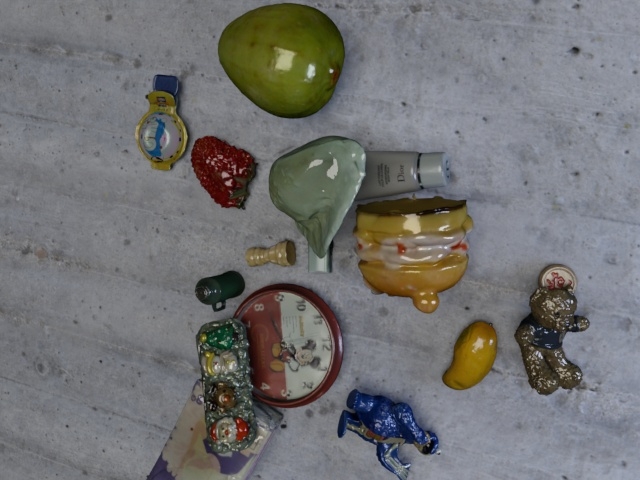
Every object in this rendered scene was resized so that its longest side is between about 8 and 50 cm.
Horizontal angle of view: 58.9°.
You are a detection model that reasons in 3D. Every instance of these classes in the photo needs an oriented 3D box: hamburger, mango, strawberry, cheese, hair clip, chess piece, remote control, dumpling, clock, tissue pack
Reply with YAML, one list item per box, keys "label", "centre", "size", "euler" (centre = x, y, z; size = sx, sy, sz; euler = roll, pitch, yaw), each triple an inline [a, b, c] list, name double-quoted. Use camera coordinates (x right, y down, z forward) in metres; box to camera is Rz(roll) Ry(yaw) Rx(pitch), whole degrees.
- label: "hamburger"
  centre: [0.206, 0.024, 1.267]
  size: [0.276, 0.276, 0.237]
  euler: [-4, 101, 15]
- label: "mango"
  centre: [0.356, 0.275, 1.332]
  size: [0.098, 0.075, 0.190]
  euler: [31, 105, 27]
- label: "strawberry"
  centre: [-0.272, -0.177, 1.464]
  size: [0.208, 0.087, 0.167]
  euler: [23, 101, 14]
- label: "cheese"
  centre: [-0.422, -0.312, 1.506]
  size: [0.156, 0.064, 0.250]
  euler: [8, 98, 13]
- label: "hair clip"
  centre: [-0.233, 0.353, 1.381]
  size: [0.138, 0.091, 0.322]
  euler: [-10, 80, 3]
- label: "chess piece"
  centre: [-0.129, 0.037, 1.456]
  size: [0.122, 0.066, 0.066]
  euler: [-5, 93, 21]
- label: "remote control"
  centre: [0.000, 0.000, 1.432]
  size: [0.065, 0.029, 0.166]
  euler: [2, 94, 16]
- label: "chess piece"
  centre: [0.540, 0.095, 1.290]
  size: [0.083, 0.038, 0.084]
  euler: [1, 94, 17]
- label: "dumpling"
  centre: [-0.022, -0.124, 1.294]
  size: [0.211, 0.320, 0.270]
  euler: [29, 95, 2]
- label: "clock"
  centre: [-0.092, 0.268, 1.450]
  size: [0.318, 0.080, 0.319]
  euler: [-1, 87, 18]
- label: "tissue pack"
  centre: [-0.281, 0.547, 1.496]
  size: [0.242, 0.125, 0.344]
  euler: [31, 99, 13]

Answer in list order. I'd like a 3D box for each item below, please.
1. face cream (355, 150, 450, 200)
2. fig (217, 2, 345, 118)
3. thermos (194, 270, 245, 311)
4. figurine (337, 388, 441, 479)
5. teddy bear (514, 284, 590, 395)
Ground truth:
- label: "face cream"
  centre: [0.150, -0.160, 1.363]
  size: [0.314, 0.089, 0.143]
  euler: [-2, 94, 26]
- label: "fig"
  centre: [-0.101, -0.429, 1.321]
  size: [0.326, 0.258, 0.258]
  euler: [29, 101, 29]
- label: "thermos"
  centre: [-0.261, 0.125, 1.428]
  size: [0.073, 0.187, 0.083]
  euler: [24, 98, 13]
- label: "figurine"
  centre: [0.171, 0.453, 1.381]
  size: [0.262, 0.121, 0.164]
  euler: [36, 109, -7]
- label: "teddy bear"
  centre: [0.501, 0.216, 1.265]
  size: [0.129, 0.181, 0.252]
  euler: [21, 116, 54]
